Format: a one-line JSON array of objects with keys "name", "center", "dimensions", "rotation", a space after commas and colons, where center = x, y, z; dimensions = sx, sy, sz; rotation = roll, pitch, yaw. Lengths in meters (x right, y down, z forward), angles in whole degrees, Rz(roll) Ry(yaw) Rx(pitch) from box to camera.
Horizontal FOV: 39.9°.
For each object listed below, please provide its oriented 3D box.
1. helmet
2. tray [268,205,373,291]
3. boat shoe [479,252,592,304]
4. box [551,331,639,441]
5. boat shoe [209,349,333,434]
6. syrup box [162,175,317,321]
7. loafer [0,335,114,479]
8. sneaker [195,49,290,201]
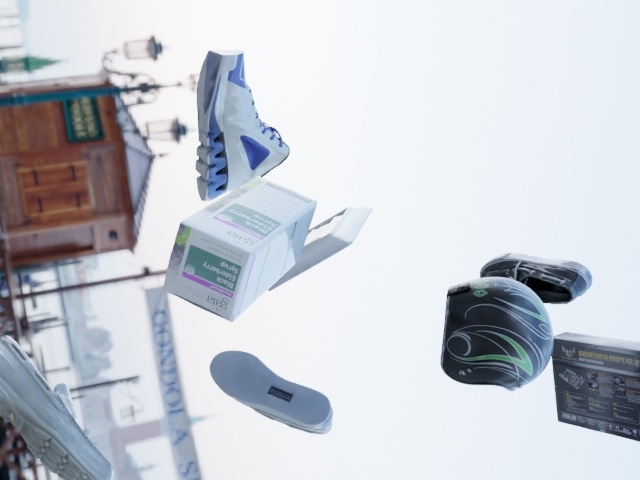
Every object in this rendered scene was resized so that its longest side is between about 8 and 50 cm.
[{"name": "helmet", "center": [0.264, 0.138, 1.310], "dimensions": [0.169, 0.162, 0.169], "rotation": [6, 90, -80]}, {"name": "tray", "center": [0.000, 0.000, 1.360], "dimensions": [0.030, 0.145, 0.270], "rotation": [59, 15, -6]}, {"name": "boat shoe", "center": [0.493, 0.106, 2.108], "dimensions": [0.306, 0.105, 0.113], "rotation": [8, -54, 46]}, {"name": "box", "center": [0.561, 0.283, 1.723], "dimensions": [0.231, 0.056, 0.183], "rotation": [2, -80, 55]}, {"name": "boat shoe", "center": [-0.093, 0.291, 1.631], "dimensions": [0.258, 0.095, 0.084], "rotation": [27, -29, 24]}, {"name": "syrup box", "center": [-0.093, 0.003, 1.089], "dimensions": [0.237, 0.093, 0.096], "rotation": [-42, 152, -66]}, {"name": "loafer", "center": [-0.453, 0.283, 1.465], "dimensions": [0.319, 0.111, 0.112], "rotation": [45, -45, 3]}, {"name": "sneaker", "center": [-0.156, -0.236, 1.815], "dimensions": [0.127, 0.182, 0.315], "rotation": [-137, -132, -58]}]
